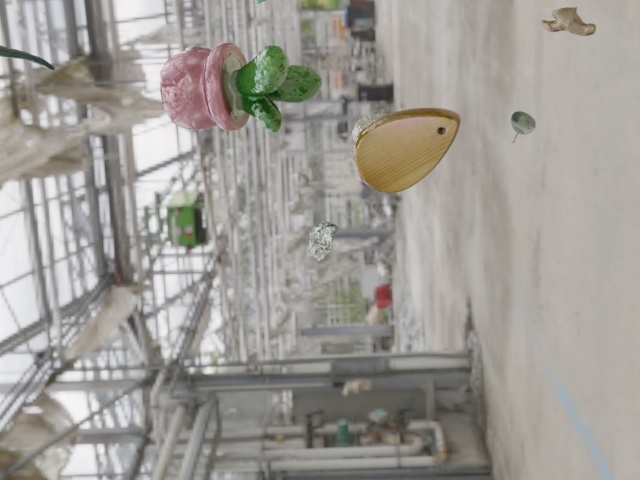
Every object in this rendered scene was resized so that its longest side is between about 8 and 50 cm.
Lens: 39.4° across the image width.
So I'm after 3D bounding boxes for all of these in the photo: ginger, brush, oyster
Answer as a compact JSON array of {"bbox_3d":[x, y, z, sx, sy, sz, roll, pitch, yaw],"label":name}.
[{"bbox_3d":[0.424,-0.375,1.518,0.030,0.097,0.048,-42,-44,-39],"label":"ginger"},{"bbox_3d":[0.199,-0.229,2.034,0.174,0.266,0.166,59,-162,-18],"label":"brush"},{"bbox_3d":[0.001,0.000,2.111,0.098,0.037,0.100,30,107,53],"label":"oyster"}]

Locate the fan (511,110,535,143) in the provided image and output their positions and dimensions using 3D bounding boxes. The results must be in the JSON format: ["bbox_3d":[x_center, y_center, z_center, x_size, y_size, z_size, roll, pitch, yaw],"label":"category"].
[{"bbox_3d":[0.463,-0.270,2.088,0.060,0.080,0.003,55,-140,0],"label":"fan"}]

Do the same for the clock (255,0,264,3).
[{"bbox_3d":[-0.195,-0.727,2.330,0.211,0.066,0.159,37,-147,-69],"label":"clock"}]

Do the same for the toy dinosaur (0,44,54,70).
[{"bbox_3d":[-0.762,-0.409,1.872,0.374,0.499,0.144,45,117,52],"label":"toy dinosaur"}]

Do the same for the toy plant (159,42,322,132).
[{"bbox_3d":[-0.202,-0.367,2.110,0.317,0.356,0.211,10,-95,-70],"label":"toy plant"}]
